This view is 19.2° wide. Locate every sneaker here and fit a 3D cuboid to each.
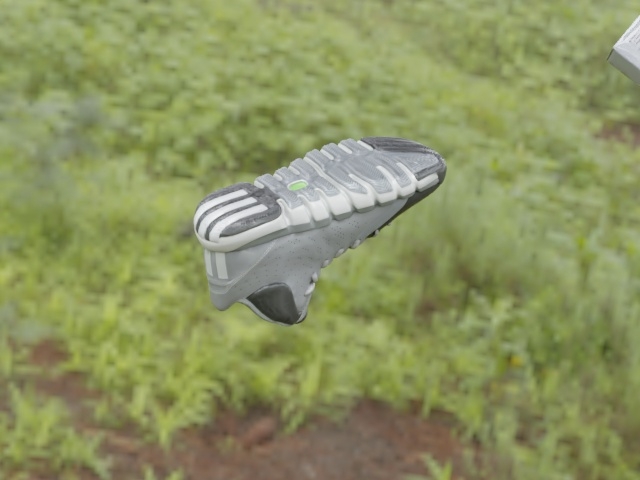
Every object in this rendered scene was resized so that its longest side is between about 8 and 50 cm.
[{"bbox_3d":[0.000,0.000,1.578,0.229,0.132,0.086,-17,36,-23],"label":"sneaker"}]

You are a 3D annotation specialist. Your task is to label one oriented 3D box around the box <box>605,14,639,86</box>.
[{"bbox_3d":[0.380,-0.166,1.743,0.186,0.145,0.038,40,-12,7],"label":"box"}]
